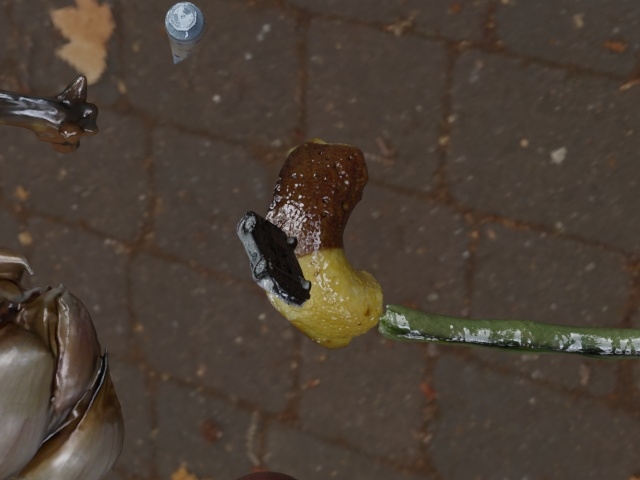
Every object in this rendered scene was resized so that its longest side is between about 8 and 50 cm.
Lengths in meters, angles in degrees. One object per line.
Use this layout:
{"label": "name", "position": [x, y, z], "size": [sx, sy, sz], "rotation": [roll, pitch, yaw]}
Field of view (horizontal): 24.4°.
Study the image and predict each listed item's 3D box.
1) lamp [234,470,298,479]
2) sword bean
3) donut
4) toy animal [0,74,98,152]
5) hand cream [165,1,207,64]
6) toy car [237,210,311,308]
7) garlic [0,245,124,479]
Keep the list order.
{"label": "lamp", "position": [-0.056, 0.394, 1.919], "size": [0.180, 0.180, 0.258], "rotation": [29, 159, 25]}
{"label": "sword bean", "position": [0.189, 0.090, 1.415], "size": [0.269, 0.038, 0.043], "rotation": [5, 131, -1]}
{"label": "donut", "position": [0.000, 0.000, 1.978], "size": [0.112, 0.151, 0.294], "rotation": [-12, 85, 44]}
{"label": "toy animal", "position": [-0.240, -0.079, 0.647], "size": [0.230, 0.224, 0.066], "rotation": [-3, 69, 27]}
{"label": "hand cream", "position": [-0.151, -0.237, 1.663], "size": [0.043, 0.171, 0.065], "rotation": [38, 87, -2]}
{"label": "toy car", "position": [-0.032, 0.015, 0.976], "size": [0.041, 0.093, 0.025], "rotation": [31, 113, -29]}
{"label": "garlic", "position": [-0.258, 0.117, 1.132], "size": [0.191, 0.160, 0.214], "rotation": [-31, 88, 44]}
